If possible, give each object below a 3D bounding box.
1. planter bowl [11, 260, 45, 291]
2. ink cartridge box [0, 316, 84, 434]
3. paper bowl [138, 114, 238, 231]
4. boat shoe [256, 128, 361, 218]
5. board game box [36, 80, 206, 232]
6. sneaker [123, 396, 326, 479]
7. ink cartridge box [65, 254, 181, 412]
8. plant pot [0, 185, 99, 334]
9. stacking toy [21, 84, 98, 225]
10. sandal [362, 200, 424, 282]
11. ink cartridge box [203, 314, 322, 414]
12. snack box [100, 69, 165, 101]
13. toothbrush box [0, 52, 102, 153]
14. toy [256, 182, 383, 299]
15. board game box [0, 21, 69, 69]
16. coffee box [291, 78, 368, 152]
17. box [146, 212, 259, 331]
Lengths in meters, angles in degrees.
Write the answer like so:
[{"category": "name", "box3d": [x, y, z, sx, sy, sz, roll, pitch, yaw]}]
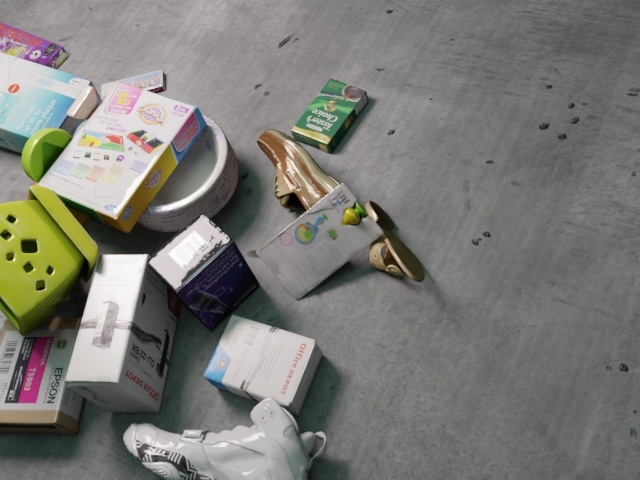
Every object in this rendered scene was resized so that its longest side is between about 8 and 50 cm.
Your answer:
[{"category": "planter bowl", "box3d": [-0.628, 0.052, 1.565, 0.162, 0.162, 0.109, -36, 83, -9]}, {"category": "ink cartridge box", "box3d": [-0.592, 0.283, 1.449, 0.193, 0.088, 0.234, -4, 58, 12]}, {"category": "paper bowl", "box3d": [-0.330, -0.147, 1.605, 0.284, 0.148, 0.284, -6, 59, 9]}, {"category": "boat shoe", "box3d": [-0.049, -0.127, 1.545, 0.120, 0.122, 0.324, -42, 60, -5]}, {"category": "board game box", "box3d": [-0.440, -0.194, 1.534, 0.242, 0.064, 0.316, 22, 68, 24]}, {"category": "sneaker", "box3d": [-0.171, 0.378, 1.269, 0.366, 0.137, 0.210, 23, 67, 18]}, {"category": "ink cartridge box", "box3d": [-0.387, 0.191, 1.388, 0.114, 0.197, 0.272, -1, 60, 13]}, {"category": "plant pot", "box3d": [-0.585, 0.033, 1.391, 0.207, 0.227, 0.228, -40, 92, -26]}, {"category": "stacking toy", "box3d": [-0.607, -0.210, 1.635, 0.130, 0.279, 0.309, 21, 63, 22]}, {"category": "sandal", "box3d": [0.135, 0.023, 1.452, 0.079, 0.088, 0.240, -46, 47, 22]}, {"category": "ink cartridge box", "box3d": [-0.111, 0.245, 1.360, 0.191, 0.082, 0.139, 15, 65, 19]}, {"category": "snack box", "box3d": [-0.514, -0.419, 1.882, 0.178, 0.022, 0.064, -12, 57, 6]}, {"category": "toothbrush box", "box3d": [-0.760, -0.345, 1.813, 0.296, 0.126, 0.216, 19, 67, 14]}, {"category": "toy", "box3d": [0.000, 0.000, 1.447, 0.237, 0.056, 0.137, -38, 98, 15]}, {"category": "board game box", "box3d": [-0.937, -0.538, 2.040, 0.347, 0.056, 0.208, 24, 64, 25]}, {"category": "coffee box", "box3d": [0.024, -0.306, 1.677, 0.113, 0.040, 0.184, 26, 69, 25]}, {"category": "box", "box3d": [-0.236, 0.069, 1.420, 0.153, 0.207, 0.108, -44, 61, -12]}]
